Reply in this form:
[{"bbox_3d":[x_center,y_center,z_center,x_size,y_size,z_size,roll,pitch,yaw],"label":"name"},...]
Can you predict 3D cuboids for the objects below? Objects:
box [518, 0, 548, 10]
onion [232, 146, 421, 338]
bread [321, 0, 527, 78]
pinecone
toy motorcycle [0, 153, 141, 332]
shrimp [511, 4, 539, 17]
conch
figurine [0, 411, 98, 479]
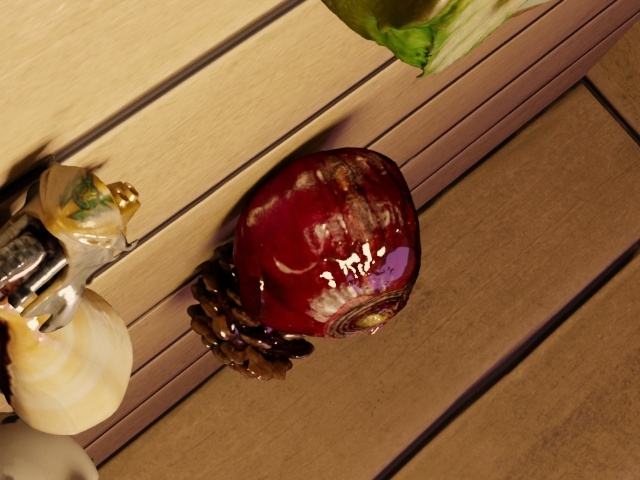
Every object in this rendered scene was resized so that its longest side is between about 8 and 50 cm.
[{"bbox_3d":[0.200,-0.289,1.568,0.211,0.045,0.270,-20,168,-14],"label":"box"},{"bbox_3d":[0.000,-0.002,1.913,0.206,0.216,0.207,-16,161,-19],"label":"onion"},{"bbox_3d":[0.157,-0.285,1.124,0.382,0.129,0.366,-37,170,-47],"label":"bread"},{"bbox_3d":[-0.070,0.078,2.108,0.204,0.184,0.179,-42,180,22],"label":"pinecone"},{"bbox_3d":[-0.182,-0.005,1.184,0.130,0.094,0.229,-44,179,15],"label":"toy motorcycle"},{"bbox_3d":[0.278,-0.346,1.788,0.272,0.085,0.445,-34,176,-15],"label":"shrimp"},{"bbox_3d":[-0.249,0.075,1.369,0.158,0.127,0.255,-8,150,0],"label":"conch"},{"bbox_3d":[-0.303,0.249,1.423,0.382,0.261,0.186,23,73,-82],"label":"figurine"}]
